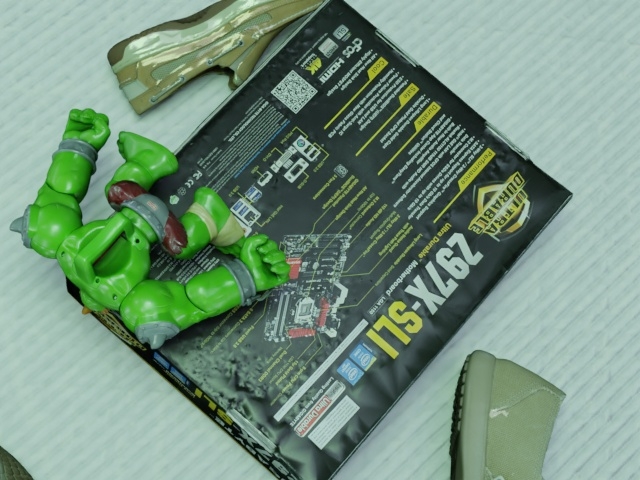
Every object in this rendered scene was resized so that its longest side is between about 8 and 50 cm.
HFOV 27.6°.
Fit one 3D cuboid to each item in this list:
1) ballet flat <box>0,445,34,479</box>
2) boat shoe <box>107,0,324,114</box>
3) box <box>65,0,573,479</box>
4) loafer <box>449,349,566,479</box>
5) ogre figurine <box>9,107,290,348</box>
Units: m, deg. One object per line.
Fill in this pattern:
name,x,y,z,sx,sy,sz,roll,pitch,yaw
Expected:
ballet flat,-0.290,0.141,0.950,0.084,0.058,0.250,-38,82,-16
boat shoe,-0.076,-0.157,1.075,0.190,0.068,0.072,-23,91,-5
box,0.000,0.000,1.027,0.257,0.079,0.322,41,72,3
loafer,0.139,0.213,0.969,0.092,0.102,0.268,4,72,5
ogre figurine,-0.132,-0.005,0.922,0.197,0.097,0.118,47,61,-5
